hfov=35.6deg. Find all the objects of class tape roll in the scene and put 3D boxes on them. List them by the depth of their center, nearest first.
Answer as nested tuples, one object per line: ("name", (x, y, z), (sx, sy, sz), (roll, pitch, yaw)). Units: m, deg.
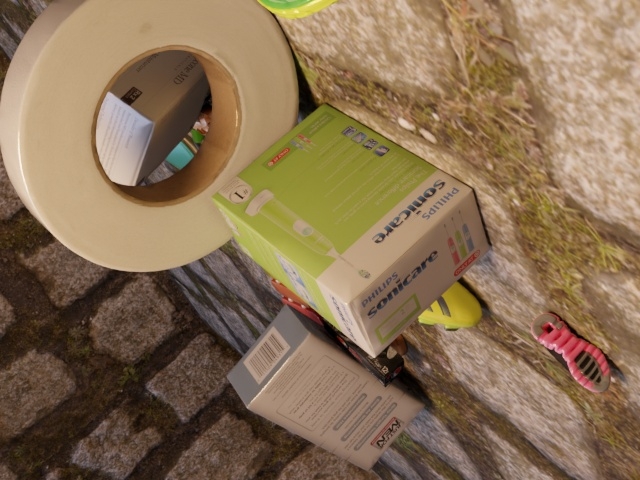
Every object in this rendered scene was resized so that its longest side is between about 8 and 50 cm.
("tape roll", (-0.203, -0.151, 1.249), (0.072, 0.392, 0.392), (32, 159, 48))

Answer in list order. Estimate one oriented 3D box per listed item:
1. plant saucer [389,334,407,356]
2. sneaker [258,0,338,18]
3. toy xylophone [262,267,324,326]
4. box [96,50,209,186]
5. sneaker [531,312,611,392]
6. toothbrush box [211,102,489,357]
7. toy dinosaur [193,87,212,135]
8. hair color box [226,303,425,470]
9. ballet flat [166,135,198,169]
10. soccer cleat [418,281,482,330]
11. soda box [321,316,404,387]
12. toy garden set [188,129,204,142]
("plant saucer", (0.085, 0.156, 1.933), (0.200, 0.037, 0.200), (44, 165, 15))
("sneaker", (-0.055, -0.304, 0.967), (0.295, 0.109, 0.123), (36, 165, 42))
("toy xylophone", (-0.078, 0.058, 2.053), (0.322, 0.081, 0.236), (54, 165, -12))
("box", (-0.252, -0.192, 1.412), (0.119, 0.181, 0.182), (34, 140, 1))
("sneaker", (0.308, 0.141, 1.220), (0.119, 0.047, 0.057), (49, 175, 27))
("toothbrush box", (0.034, -0.022, 1.256), (0.283, 0.206, 0.122), (35, 160, 41))
("toy dinosaur", (-0.202, -0.221, 1.582), (0.218, 0.164, 0.322), (16, 129, 39))
("hair color box", (0.018, 0.295, 1.956), (0.374, 0.185, 0.113), (36, -174, -39))
("ballet flat", (-0.334, -0.237, 2.040), (0.248, 0.086, 0.086), (35, 169, -15))
("soccer cleat", (0.107, 0.022, 1.396), (0.289, 0.121, 0.093), (32, -158, 9))
("soda box", (0.079, 0.191, 1.853), (0.169, 0.053, 0.060), (42, 164, 23))
("toy garden set", (-0.332, -0.306, 1.920), (0.244, 0.049, 0.204), (44, 166, 15))
